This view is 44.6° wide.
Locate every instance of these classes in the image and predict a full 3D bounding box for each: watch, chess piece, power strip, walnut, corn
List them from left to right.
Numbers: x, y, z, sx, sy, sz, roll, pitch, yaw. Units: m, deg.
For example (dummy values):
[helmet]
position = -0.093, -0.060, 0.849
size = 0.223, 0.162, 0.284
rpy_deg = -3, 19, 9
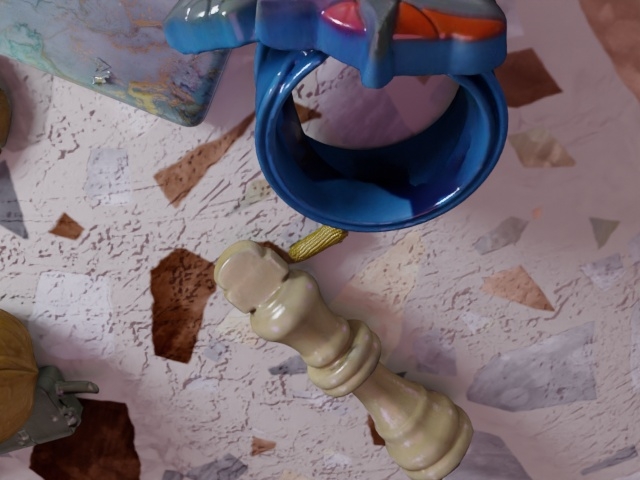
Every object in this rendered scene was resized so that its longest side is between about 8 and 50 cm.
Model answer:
[walnut]
position = -0.454, 0.167, 0.931
size = 0.225, 0.193, 0.193
rpy_deg = 2, 121, 0
[power strip]
position = -0.422, 0.237, 1.049
size = 0.287, 0.053, 0.093
rpy_deg = -17, 118, 9
[corn]
position = 0.000, 0.000, 0.923
size = 0.083, 0.027, 0.028
rpy_deg = -31, 148, 19
[watch]
position = 0.018, -0.139, 0.741
size = 0.305, 0.242, 0.275
rpy_deg = -4, 134, 3
[chess piece]
position = 0.025, 0.144, 0.960
size = 0.117, 0.117, 0.397
rpy_deg = -38, 113, 20

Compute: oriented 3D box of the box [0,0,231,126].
[box]
position = -0.231, -0.225, 0.783
size = 0.284, 0.044, 0.142
rpy_deg = 20, 115, -12

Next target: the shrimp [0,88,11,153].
[shrimp]
position = -0.452, -0.183, 0.800
size = 0.169, 0.058, 0.296
rpy_deg = -34, 121, 16
